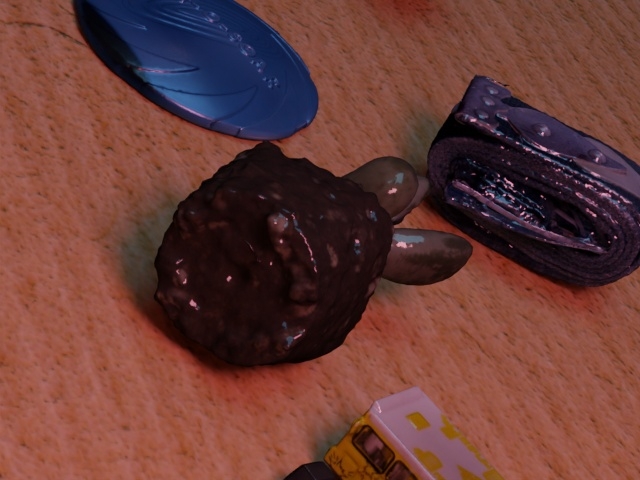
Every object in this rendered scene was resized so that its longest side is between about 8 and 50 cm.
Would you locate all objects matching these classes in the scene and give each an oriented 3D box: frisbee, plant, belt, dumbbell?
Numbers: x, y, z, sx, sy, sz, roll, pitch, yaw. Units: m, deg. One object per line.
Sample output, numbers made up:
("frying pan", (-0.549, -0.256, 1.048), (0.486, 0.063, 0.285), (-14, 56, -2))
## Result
("frisbee", (-0.104, -0.180, 1.627), (0.242, 0.045, 0.242), (23, 30, -14))
("plant", (-0.002, -0.001, 1.354), (0.146, 0.149, 0.274), (44, 28, 18))
("belt", (0.197, -0.038, 1.627), (0.218, 0.122, 0.128), (26, 31, 1))
("dumbbell", (0.007, 0.185, 1.197), (0.083, 0.040, 0.036), (50, 1, 28))

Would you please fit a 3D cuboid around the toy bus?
("toy bus", (0.101, 0.204, 1.222), (0.081, 0.074, 0.226), (-12, 53, -51))
